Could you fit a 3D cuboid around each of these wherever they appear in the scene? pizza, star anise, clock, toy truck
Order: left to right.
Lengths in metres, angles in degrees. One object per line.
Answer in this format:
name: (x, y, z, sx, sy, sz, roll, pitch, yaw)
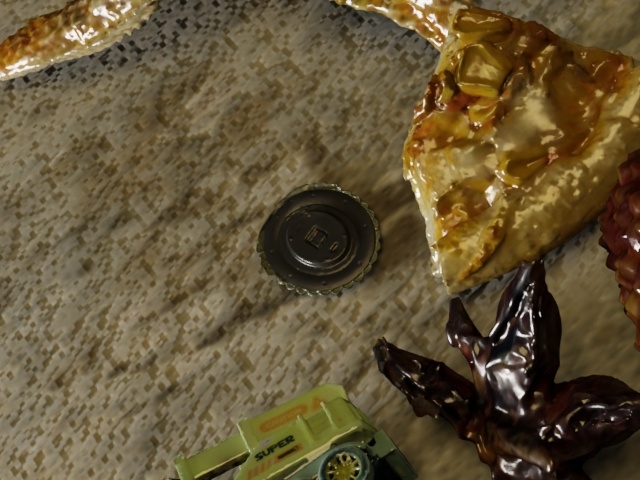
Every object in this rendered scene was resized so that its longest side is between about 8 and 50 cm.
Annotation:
toy truck: (-0.034, 0.149, 0.851, 0.169, 0.077, 0.100, -35, 47, 2)
clock: (0.000, 0.000, 0.953, 0.083, 0.010, 0.074, 30, 78, 31)
pizza: (0.117, -0.075, 0.897, 0.182, 0.062, 0.161, -29, 77, 4)
star anise: (0.110, 0.085, 0.804, 0.212, 0.053, 0.157, 58, 137, 34)

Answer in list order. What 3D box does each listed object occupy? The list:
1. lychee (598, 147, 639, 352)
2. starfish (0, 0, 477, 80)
lychee: (0.254, 0.011, 0.730, 0.236, 0.236, 0.271, -38, 32, 0)
starfish: (-0.014, -0.253, 1.006, 0.384, 0.132, 0.398, 19, 84, 22)
